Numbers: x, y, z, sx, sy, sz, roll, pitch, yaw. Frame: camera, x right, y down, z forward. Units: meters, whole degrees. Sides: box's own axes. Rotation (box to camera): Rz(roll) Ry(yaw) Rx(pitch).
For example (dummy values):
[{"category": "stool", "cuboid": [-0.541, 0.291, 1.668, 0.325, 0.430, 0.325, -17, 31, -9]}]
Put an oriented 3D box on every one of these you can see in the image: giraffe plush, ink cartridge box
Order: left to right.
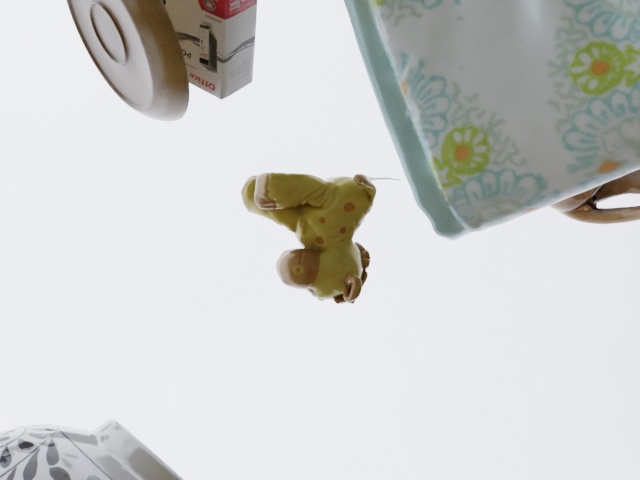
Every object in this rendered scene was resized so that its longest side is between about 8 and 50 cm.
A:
[{"category": "ink cartridge box", "cuboid": [-0.125, -0.236, 1.129, 0.056, 0.099, 0.135, -41, -30, -39]}, {"category": "giraffe plush", "cuboid": [0.000, 0.000, 1.382, 0.210, 0.181, 0.170, 1, -91, 10]}]

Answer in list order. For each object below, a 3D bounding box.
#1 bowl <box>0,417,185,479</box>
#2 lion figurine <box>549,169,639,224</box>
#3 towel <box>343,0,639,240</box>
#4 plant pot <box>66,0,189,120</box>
[{"category": "bowl", "cuboid": [-0.086, 0.127, 0.429, 0.080, 0.170, 0.170, -49, -65, -14]}, {"category": "lion figurine", "cuboid": [0.257, -0.152, 1.136, 0.142, 0.240, 0.392, 1, -112, -43]}, {"category": "towel", "cuboid": [0.172, -0.223, 0.851, 0.090, 0.321, 0.374, -10, -102, -55]}, {"category": "plant pot", "cuboid": [-0.223, -0.233, 1.140, 0.032, 0.236, 0.236, -32, -69, -24]}]
